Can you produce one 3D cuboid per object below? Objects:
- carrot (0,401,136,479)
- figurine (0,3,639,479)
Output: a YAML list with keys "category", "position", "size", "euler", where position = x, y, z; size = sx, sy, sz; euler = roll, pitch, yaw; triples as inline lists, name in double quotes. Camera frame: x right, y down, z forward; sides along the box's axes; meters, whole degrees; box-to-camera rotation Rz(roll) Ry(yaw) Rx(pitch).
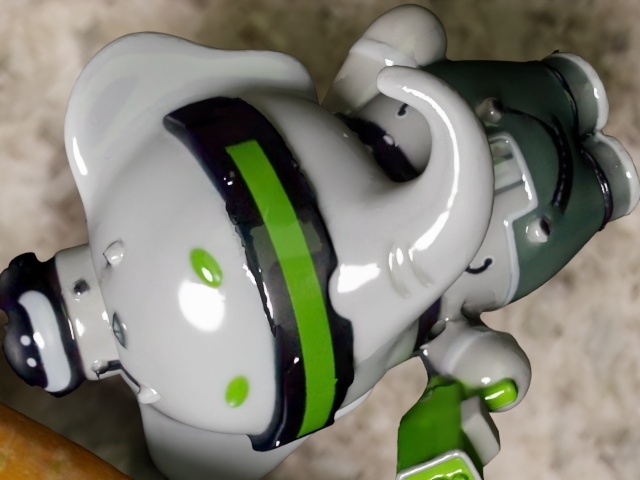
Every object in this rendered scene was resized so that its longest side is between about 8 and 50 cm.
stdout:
- category: "carrot"
  position: [-0.083, 0.082, 0.455]
  size: [0.225, 0.067, 0.067]
  euler: [33, 64, -8]
- category: "figurine"
  position: [0.000, 0.000, 0.489]
  size: [0.192, 0.126, 0.147]
  euler: [-20, 100, -14]
